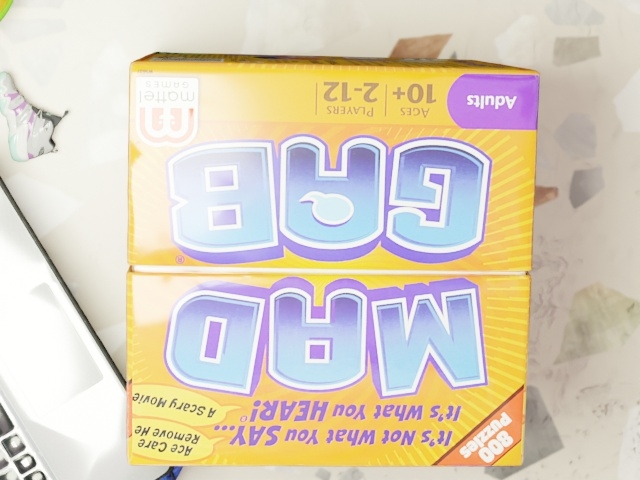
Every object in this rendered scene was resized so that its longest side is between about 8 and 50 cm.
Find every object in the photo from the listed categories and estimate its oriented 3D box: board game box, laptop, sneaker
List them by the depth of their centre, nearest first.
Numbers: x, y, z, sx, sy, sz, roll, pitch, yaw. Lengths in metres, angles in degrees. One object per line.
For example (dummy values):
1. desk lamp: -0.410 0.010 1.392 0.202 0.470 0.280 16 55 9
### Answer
1. laptop: -0.409 0.169 1.411 0.408 0.236 0.382 -31 90 -4
2. board game box: 0.000 0.000 1.485 0.356 0.356 0.356 1 98 -3
3. sneaker: -0.303 -0.136 1.610 0.069 0.038 0.098 -12 108 -3

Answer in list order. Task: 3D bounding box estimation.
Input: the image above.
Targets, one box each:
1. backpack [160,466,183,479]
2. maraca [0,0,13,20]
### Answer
1. backpack: -0.196 0.247 1.641 0.098 0.101 0.120 32 91 -14
2. maraca: -0.370 -0.288 1.555 0.127 0.099 0.185 11 72 -7
